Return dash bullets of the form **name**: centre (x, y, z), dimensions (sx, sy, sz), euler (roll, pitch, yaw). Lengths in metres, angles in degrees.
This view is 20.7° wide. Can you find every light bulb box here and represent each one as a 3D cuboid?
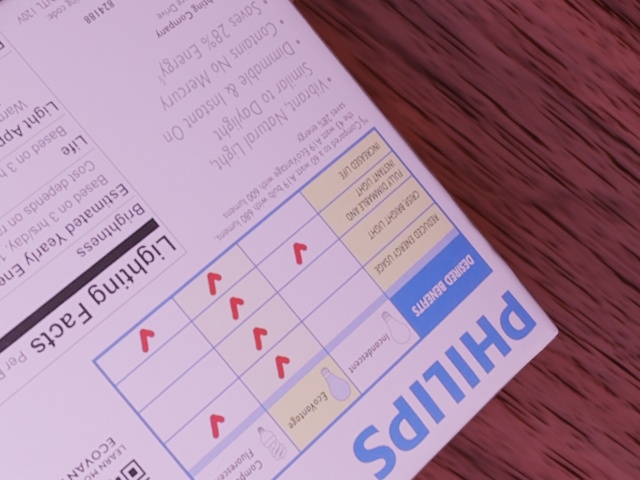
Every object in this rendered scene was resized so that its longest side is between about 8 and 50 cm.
- **light bulb box**: centre (-0.122, 0.046, 1.055), dimensions (0.358, 0.225, 0.361), euler (-41, 93, -31)

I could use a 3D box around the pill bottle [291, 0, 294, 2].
- **pill bottle**: centre (-0.045, -0.303, 1.260), dimensions (0.162, 0.162, 0.278), euler (30, 75, -24)
